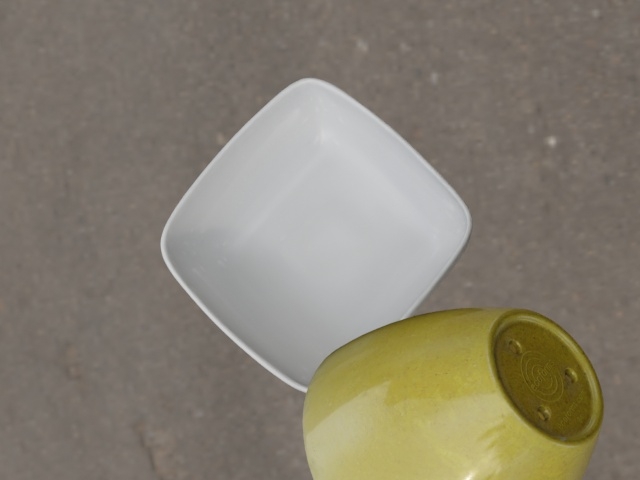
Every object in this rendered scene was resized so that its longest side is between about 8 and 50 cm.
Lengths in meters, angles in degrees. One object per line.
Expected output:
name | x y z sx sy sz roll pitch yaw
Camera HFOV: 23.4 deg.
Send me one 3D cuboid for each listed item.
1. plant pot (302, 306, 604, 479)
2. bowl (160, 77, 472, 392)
plant pot | 0.074 0.083 0.708 0.095 0.134 0.134 -41 65 40
bowl | 0.000 0.000 0.847 0.142 0.053 0.142 43 91 17
